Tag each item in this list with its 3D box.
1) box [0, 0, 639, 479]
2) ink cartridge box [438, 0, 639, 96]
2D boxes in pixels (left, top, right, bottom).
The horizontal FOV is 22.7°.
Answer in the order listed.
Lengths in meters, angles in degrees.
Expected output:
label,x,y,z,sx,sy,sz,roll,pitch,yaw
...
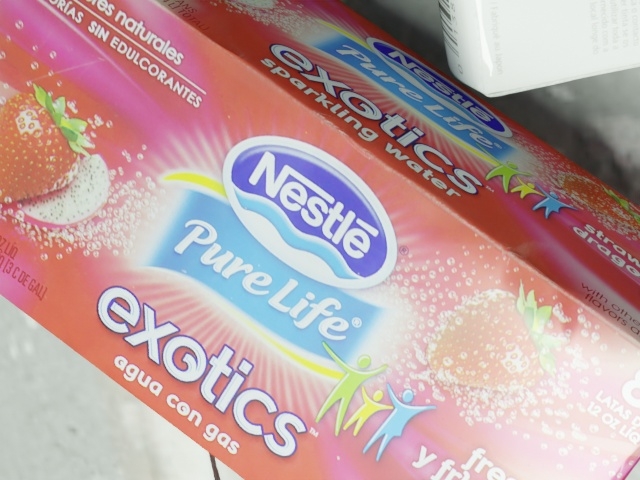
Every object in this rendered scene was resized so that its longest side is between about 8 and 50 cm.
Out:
label,x,y,z,sx,sy,sz,roll,pitch,yaw
box,0.000,0.000,0.552,0.257,0.128,0.122,36,113,9
ink cartridge box,0.142,-0.156,0.517,0.225,0.056,0.181,-13,115,-7
